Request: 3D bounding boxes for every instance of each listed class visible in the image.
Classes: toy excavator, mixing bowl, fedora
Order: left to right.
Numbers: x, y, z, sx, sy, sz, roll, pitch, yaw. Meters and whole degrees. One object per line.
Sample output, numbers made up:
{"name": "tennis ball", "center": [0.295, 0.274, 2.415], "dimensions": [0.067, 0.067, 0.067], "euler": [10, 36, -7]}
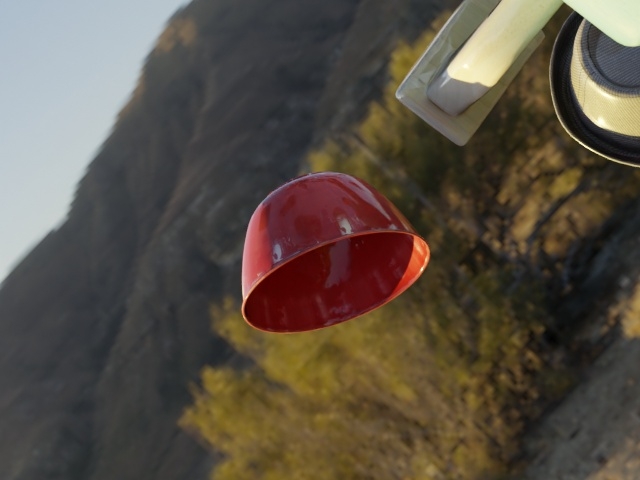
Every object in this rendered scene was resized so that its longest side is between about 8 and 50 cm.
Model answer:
{"name": "mixing bowl", "center": [0.000, 0.000, 1.333], "dimensions": [0.181, 0.098, 0.181], "euler": [-17, -25, -8]}
{"name": "toy excavator", "center": [0.199, -0.233, 1.092], "dimensions": [0.445, 0.222, 0.433], "euler": [-50, 5, 18]}
{"name": "fedora", "center": [0.373, -0.206, 1.516], "dimensions": [0.275, 0.244, 0.124], "euler": [-21, -23, 4]}
